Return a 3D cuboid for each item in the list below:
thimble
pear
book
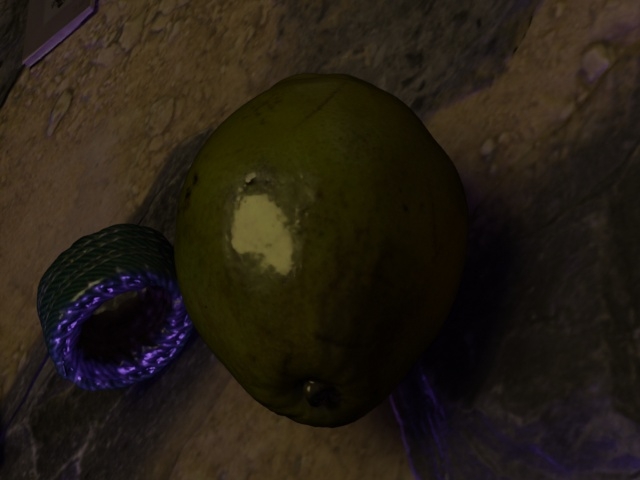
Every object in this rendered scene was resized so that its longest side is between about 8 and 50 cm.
[{"bbox_3d":[-0.174,0.054,1.264,0.135,0.118,0.090,-46,38,16],"label":"thimble"},{"bbox_3d":[0.000,0.000,1.028,0.212,0.212,0.269,-28,39,35],"label":"pear"},{"bbox_3d":[-0.308,-0.302,1.775,0.127,0.014,0.181,-33,42,30],"label":"book"}]
